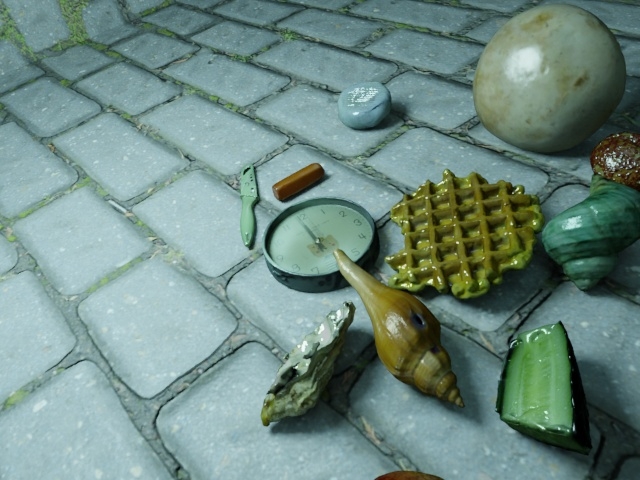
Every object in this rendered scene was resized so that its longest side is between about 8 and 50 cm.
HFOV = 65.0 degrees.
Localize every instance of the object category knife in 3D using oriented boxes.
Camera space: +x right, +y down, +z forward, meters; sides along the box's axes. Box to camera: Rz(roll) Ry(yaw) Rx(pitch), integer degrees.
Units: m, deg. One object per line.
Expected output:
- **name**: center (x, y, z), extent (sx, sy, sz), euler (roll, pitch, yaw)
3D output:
- **knife**: center (-0.157, -0.086, 1.107), extent (0.043, 0.019, 0.293), euler (-13, 42, 2)

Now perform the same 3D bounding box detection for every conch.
- **conch**: center (0.447, -0.018, 0.818), extent (0.122, 0.176, 0.188), euler (43, 87, 17)
- **conch**: center (0.114, 0.113, 0.765), extent (0.109, 0.093, 0.330), euler (-18, 54, -20)

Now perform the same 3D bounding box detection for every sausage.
- **sausage**: center (-0.047, -0.133, 1.115), extent (0.131, 0.041, 0.039), euler (-32, 25, -21)

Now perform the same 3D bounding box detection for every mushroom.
- **mushroom**: center (0.490, -0.338, 1.064), extent (0.290, 0.297, 0.297), euler (-18, 37, -43)

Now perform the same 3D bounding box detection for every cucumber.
- **cucumber**: center (0.301, 0.199, 0.663), extent (0.086, 0.115, 0.193), euler (35, 41, -14)

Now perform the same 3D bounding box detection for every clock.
- **clock**: center (0.000, 0.000, 0.961), extent (0.226, 0.049, 0.226), euler (-6, 44, 6)

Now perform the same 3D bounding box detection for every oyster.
- **oyster**: center (-0.004, 0.177, 0.751), extent (0.072, 0.133, 0.209), euler (47, 42, -5)

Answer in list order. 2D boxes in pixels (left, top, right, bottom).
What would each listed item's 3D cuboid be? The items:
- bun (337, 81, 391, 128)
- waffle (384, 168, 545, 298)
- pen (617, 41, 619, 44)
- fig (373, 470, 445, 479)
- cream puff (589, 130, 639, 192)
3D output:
- **bun**: center (0.112, -0.332, 1.261), extent (0.141, 0.083, 0.140), euler (-10, 50, 12)
- **waffle**: center (0.241, -0.021, 0.900), extent (0.282, 0.058, 0.300), euler (7, 49, 33)
- **pen**: center (0.700, -0.477, 1.317), extent (0.233, 0.040, 0.032), euler (-24, 45, -19)
- **fig**: center (0.125, 0.313, 0.561), extent (0.153, 0.119, 0.119), euler (-12, 43, -10)
- **cream puff**: center (0.601, -0.158, 0.966), extent (0.149, 0.084, 0.149), euler (-5, 45, 6)
